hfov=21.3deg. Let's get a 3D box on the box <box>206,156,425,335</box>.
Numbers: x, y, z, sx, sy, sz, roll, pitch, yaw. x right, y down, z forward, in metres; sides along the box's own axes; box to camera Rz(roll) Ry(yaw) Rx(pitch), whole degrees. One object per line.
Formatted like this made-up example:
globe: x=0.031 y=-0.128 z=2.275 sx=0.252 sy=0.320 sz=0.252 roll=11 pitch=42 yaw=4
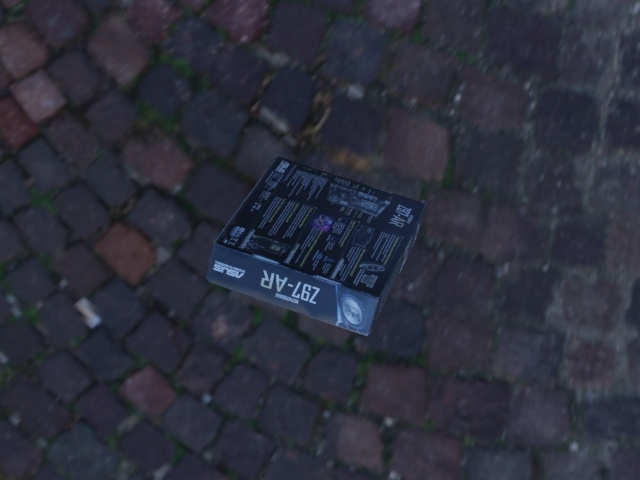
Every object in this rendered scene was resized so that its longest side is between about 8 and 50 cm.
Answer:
box: x=0.000 y=0.000 z=0.671 sx=0.067 sy=0.083 sz=0.018 roll=18 pitch=120 yaw=7
